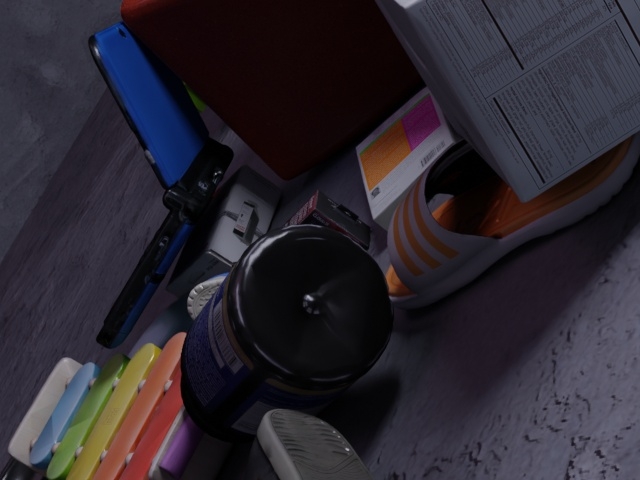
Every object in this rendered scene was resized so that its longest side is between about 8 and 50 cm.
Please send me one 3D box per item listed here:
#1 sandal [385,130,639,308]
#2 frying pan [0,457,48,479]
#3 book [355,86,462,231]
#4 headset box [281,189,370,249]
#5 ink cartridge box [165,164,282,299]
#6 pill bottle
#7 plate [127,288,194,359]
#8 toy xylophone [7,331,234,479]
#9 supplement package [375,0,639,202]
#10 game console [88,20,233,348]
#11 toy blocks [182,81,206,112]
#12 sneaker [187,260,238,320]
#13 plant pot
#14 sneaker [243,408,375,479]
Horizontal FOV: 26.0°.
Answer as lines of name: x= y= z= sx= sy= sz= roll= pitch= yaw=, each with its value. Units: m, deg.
sandal: x=0.115 y=-0.038 z=0.982 sx=0.265 sy=0.076 sz=0.102 roll=-34 pitch=27 yaw=48
frying pan: x=-0.247 y=0.235 z=1.465 sx=0.326 sy=0.053 sz=0.197 roll=-25 pitch=34 yaw=38
book: x=0.080 y=-0.076 z=1.217 sx=0.096 sy=0.035 sz=0.144 roll=-45 pitch=20 yaw=18
headset box: x=0.000 y=0.000 z=1.231 sx=0.083 sy=0.062 sz=0.032 roll=-46 pitch=20 yaw=29
ink cartridge box: x=-0.104 y=-0.001 z=1.509 sx=0.099 sy=0.056 sz=0.135 roll=-39 pitch=24 yaw=44
pill bottle: x=-0.037 y=0.082 z=1.052 sx=0.123 sy=0.122 sz=0.219 roll=-65 pitch=8 yaw=-29
plate: x=-0.151 y=0.129 z=1.421 sx=0.188 sy=0.024 sz=0.188 roll=-38 pitch=29 yaw=26
toy xylophone: x=-0.183 y=0.199 z=1.260 sx=0.322 sy=0.081 sz=0.236 roll=-16 pitch=43 yaw=49
supplement package: x=0.156 y=-0.160 z=0.889 sx=0.203 sy=0.149 sz=0.194 roll=-33 pitch=20 yaw=4
game console: x=-0.194 y=-0.069 z=1.393 sx=0.250 sy=0.173 sz=0.293 roll=-57 pitch=5 yaw=13
toy blocks: x=-0.071 y=-0.351 z=1.916 sx=0.261 sy=0.190 sz=0.381 roll=-9 pitch=47 yaw=51
sneaker: x=-0.033 y=0.041 z=1.200 sx=0.152 sy=0.058 sz=0.084 roll=-12 pitch=5 yaw=14
plant pot: x=0.008 y=-0.262 z=1.408 sx=0.235 sy=0.267 sz=0.267 roll=-14 pitch=41 yaw=43
sneaker: x=-0.003 y=0.210 z=0.869 sx=0.222 sy=0.083 sz=0.118 roll=-122 pitch=49 yaw=-64
